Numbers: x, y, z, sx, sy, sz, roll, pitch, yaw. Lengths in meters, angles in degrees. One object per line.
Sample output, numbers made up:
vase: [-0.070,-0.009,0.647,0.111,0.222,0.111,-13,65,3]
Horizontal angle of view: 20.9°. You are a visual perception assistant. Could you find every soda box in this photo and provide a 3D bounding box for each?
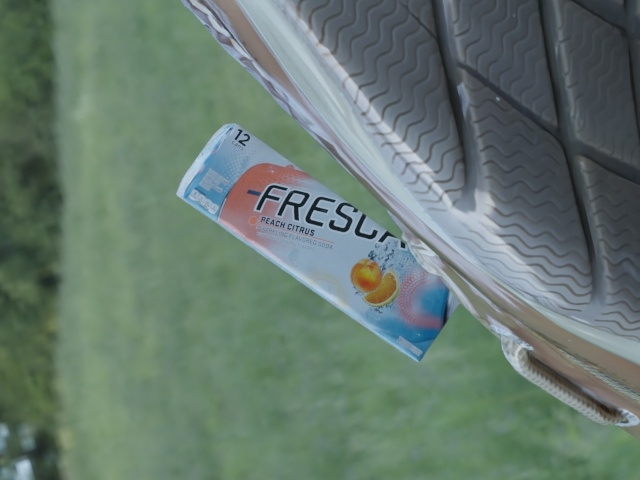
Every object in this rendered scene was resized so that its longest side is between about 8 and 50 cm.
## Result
soda box: [0.000,0.000,1.088,0.183,0.058,0.063,35,178,-10]

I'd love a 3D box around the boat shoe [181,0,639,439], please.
boat shoe: [0.066,-0.013,0.412,0.324,0.116,0.123,37,-116,-32]
